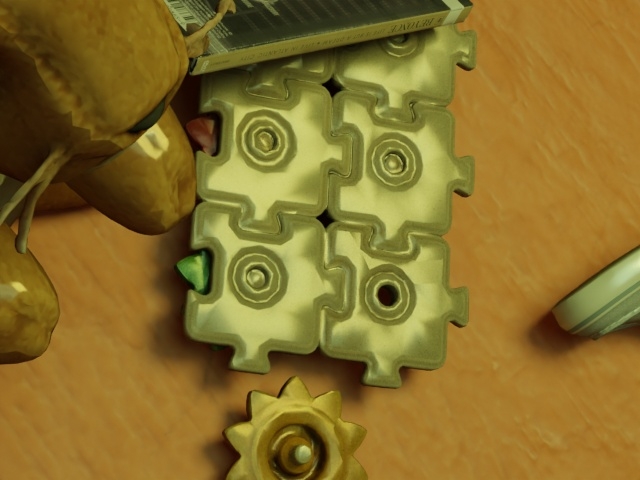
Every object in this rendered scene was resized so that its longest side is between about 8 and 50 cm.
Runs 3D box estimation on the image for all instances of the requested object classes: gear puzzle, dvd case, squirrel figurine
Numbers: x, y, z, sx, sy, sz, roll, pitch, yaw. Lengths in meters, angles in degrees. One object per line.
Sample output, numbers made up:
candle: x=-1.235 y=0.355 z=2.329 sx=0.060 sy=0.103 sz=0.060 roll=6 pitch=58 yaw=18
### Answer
gear puzzle: x=0.000 y=0.000 z=0.987 sx=0.175 sy=0.044 sz=0.339 roll=8 pitch=76 yaw=-20
dvd case: x=-0.038 y=-0.163 z=0.953 sx=0.221 sy=0.018 sz=0.164 roll=-18 pitch=57 yaw=-44
squirrel figurine: x=-0.220 y=-0.125 z=0.752 sx=0.281 sy=0.370 sz=0.397 roll=-38 pitch=90 yaw=-25

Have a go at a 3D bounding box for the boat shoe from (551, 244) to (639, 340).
boat shoe: x=0.246 y=0.023 z=1.048 sx=0.227 sy=0.079 sz=0.081 roll=-22 pitch=80 yaw=-28
